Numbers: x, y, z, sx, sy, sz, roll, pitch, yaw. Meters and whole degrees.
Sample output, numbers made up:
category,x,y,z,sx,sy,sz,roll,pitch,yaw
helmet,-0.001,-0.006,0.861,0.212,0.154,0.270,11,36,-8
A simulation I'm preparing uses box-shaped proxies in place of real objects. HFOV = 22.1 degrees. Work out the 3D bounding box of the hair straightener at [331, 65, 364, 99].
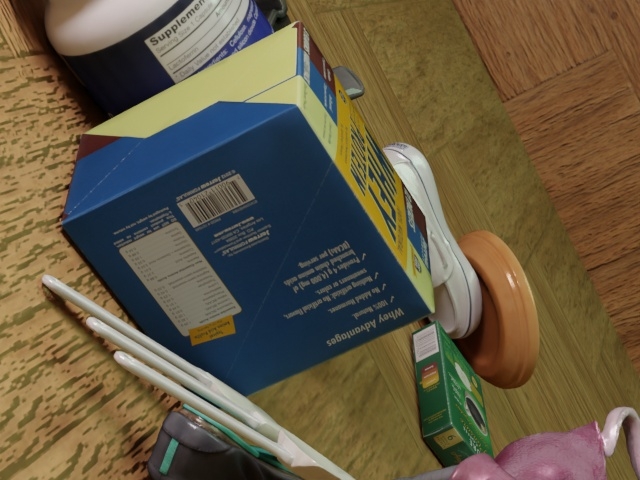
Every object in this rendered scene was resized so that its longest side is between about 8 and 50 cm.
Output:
category,x,y,z,sx,sy,sz,roll,pitch,yaw
hair straightener,-0.045,-0.131,1.518,0.230,0.089,0.047,-14,61,-41

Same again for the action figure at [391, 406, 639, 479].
category,x,y,z,sx,sy,sz,roll,pitch,yaw
action figure,0.209,0.300,1.487,0.370,0.276,0.248,46,25,-84

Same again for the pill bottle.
category,x,y,z,sx,sy,sz,roll,pitch,yaw
pill bottle,-0.124,-0.162,1.312,0.264,0.153,0.153,54,18,-31

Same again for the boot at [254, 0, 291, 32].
category,x,y,z,sx,sy,sz,roll,pitch,yaw
boot,-0.038,-0.126,1.666,0.263,0.091,0.229,-65,136,-61

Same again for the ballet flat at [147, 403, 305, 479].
category,x,y,z,sx,sy,sz,roll,pitch,yaw
ballet flat,-0.059,0.172,1.166,0.203,0.074,0.074,37,31,-57

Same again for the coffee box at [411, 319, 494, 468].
category,x,y,z,sx,sy,sz,roll,pitch,yaw
coffee box,0.149,0.187,1.846,0.113,0.040,0.184,53,18,-32

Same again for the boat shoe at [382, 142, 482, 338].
category,x,y,z,sx,sy,sz,roll,pitch,yaw
boat shoe,0.109,0.015,1.939,0.084,0.095,0.258,-42,113,-43

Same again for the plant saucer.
category,x,y,z,sx,sy,sz,roll,pitch,yaw
plant saucer,0.200,0.088,2.010,0.200,0.037,0.200,44,-39,52

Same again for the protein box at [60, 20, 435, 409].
category,x,y,z,sx,sy,sz,roll,pitch,yaw
protein box,-0.050,-0.015,1.231,0.201,0.200,0.136,56,18,-29

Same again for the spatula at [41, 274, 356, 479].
category,x,y,z,sx,sy,sz,roll,pitch,yaw
spatula,-0.074,0.102,1.114,0.242,0.019,0.168,38,0,-38
